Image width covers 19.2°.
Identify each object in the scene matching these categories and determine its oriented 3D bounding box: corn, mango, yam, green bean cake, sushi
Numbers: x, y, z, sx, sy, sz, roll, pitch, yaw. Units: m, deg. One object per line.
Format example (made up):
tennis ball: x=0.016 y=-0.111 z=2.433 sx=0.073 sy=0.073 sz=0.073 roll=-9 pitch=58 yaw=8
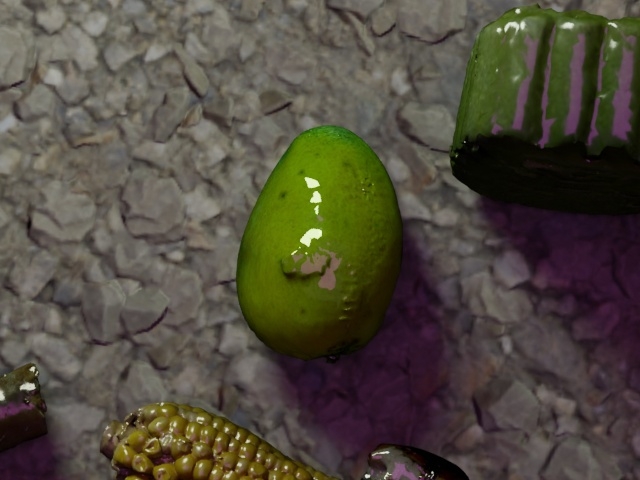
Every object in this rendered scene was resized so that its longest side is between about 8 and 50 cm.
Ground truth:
corn: x=-0.008 y=0.205 z=1.332 sx=0.319 sy=0.097 sz=0.097 roll=25 pitch=81 yaw=3
mango: x=0.000 y=0.000 z=1.367 sx=0.119 sy=0.100 sz=0.178 roll=4 pitch=72 yaw=4
yam: x=-0.314 y=0.157 z=1.362 sx=0.252 sy=0.061 sz=0.061 roll=-20 pitch=80 yaw=-4
green bean cake: x=0.200 y=-0.086 z=1.328 sx=0.214 sy=0.200 sz=0.113 roll=7 pitch=80 yaw=1
sushi: x=0.071 y=0.173 z=1.360 sx=0.083 sy=0.044 sz=0.046 roll=23 pitch=82 yaw=3
